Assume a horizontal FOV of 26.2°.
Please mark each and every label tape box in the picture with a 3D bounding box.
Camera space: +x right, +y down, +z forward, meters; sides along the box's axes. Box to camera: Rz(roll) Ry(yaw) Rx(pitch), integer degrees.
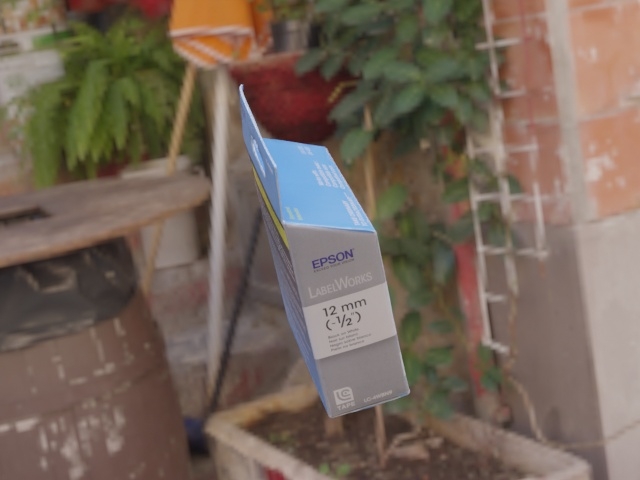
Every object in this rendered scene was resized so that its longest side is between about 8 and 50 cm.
[{"bbox_3d":[0.000,0.000,1.667,0.115,0.348,0.249,-15,30,-7],"label":"label tape box"}]
